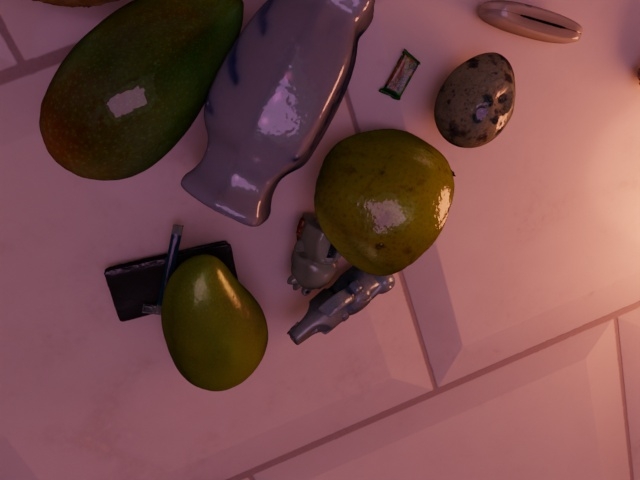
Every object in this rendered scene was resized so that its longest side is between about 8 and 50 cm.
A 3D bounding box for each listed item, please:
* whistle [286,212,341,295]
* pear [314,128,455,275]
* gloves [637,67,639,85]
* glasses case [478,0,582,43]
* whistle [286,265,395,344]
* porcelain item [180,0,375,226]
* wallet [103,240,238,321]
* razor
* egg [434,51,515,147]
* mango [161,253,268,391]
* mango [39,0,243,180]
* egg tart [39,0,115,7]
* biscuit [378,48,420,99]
[{"bbox_3d":[0.000,0.001,1.093,0.106,0.102,0.253,27,117,20],"label":"whistle"},{"bbox_3d":[0.114,-0.088,1.016,0.239,0.139,0.288,26,87,-25],"label":"pear"},{"bbox_3d":[0.718,-0.361,1.124,0.144,0.094,0.110,-24,93,21],"label":"gloves"},{"bbox_3d":[0.390,-0.405,1.031,0.204,0.081,0.051,7,109,-18],"label":"glasses case"},{"bbox_3d":[0.047,0.123,1.138,0.269,0.180,0.093,-39,76,-14],"label":"whistle"},{"bbox_3d":[-0.068,-0.234,0.906,0.178,0.242,0.405,28,99,0],"label":"porcelain item"},{"bbox_3d":[-0.288,0.082,1.098,0.244,0.025,0.124,-13,117,-12],"label":"wallet"},{"bbox_3d":[-0.288,0.061,1.053,0.068,0.037,0.191,11,110,-20],"label":"razor"},{"bbox_3d":[0.291,-0.260,1.034,0.141,0.141,0.181,23,96,-21],"label":"egg"},{"bbox_3d":[-0.200,0.156,1.051,0.192,0.156,0.343,-17,138,-14],"label":"mango"},{"bbox_3d":[-0.269,-0.248,0.853,0.382,0.225,0.201,-42,112,4],"label":"mango"},{"bbox_3d":[-0.359,-0.520,0.753,0.388,0.169,0.388,-6,117,-12],"label":"egg tart"},{"bbox_3d":[0.152,-0.310,1.047,0.046,0.016,0.089,24,105,-21],"label":"biscuit"}]
